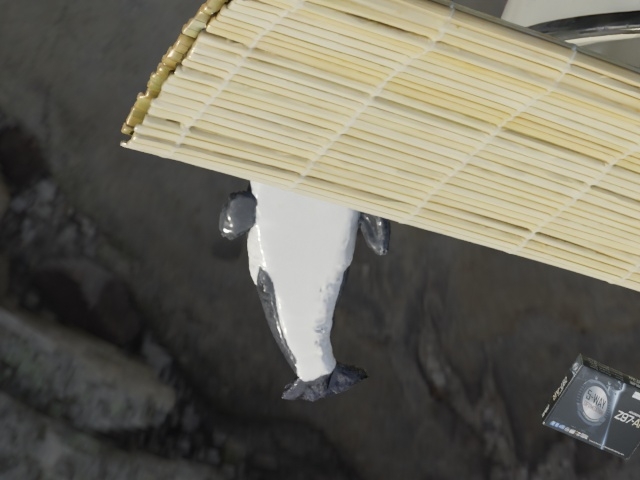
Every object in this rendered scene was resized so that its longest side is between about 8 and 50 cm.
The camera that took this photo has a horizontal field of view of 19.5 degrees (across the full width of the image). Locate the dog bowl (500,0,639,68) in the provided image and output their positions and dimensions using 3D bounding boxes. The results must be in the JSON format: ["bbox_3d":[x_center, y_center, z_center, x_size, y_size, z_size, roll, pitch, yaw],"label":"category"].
[{"bbox_3d":[0.321,-0.172,1.304,0.408,0.408,0.150,6,85,1],"label":"dog bowl"}]

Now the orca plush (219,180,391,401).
[{"bbox_3d":[0.000,0.000,1.714,0.151,0.102,0.287,-12,114,13],"label":"orca plush"}]

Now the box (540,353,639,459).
[{"bbox_3d":[0.235,0.138,1.544,0.083,0.018,0.067,24,117,-12],"label":"box"}]

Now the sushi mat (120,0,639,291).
[{"bbox_3d":[0.076,-0.048,0.893,0.316,0.019,0.151,15,143,-24],"label":"sushi mat"}]
